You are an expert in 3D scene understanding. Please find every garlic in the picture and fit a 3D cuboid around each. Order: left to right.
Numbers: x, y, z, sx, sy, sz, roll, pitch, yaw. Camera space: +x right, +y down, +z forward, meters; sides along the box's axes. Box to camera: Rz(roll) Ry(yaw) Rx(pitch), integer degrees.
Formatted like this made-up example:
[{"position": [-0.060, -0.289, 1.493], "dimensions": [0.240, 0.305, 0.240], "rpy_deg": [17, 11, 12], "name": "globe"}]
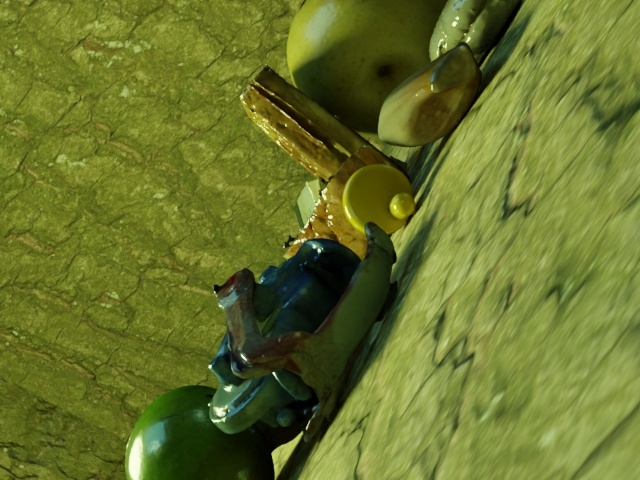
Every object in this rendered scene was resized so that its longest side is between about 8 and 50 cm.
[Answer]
[{"position": [0.167, -0.216, 1.623], "dimensions": [0.143, 0.112, 0.318], "rpy_deg": [-39, -5, -14], "name": "garlic"}]

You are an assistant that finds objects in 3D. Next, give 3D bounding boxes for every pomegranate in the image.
[{"position": [-0.116, 0.286, 1.374], "dimensions": [0.159, 0.240, 0.190], "rpy_deg": [27, 114, 57], "name": "pomegranate"}]

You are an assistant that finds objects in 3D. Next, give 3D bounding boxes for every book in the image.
[{"position": [0.000, 0.000, 2.119], "dimensions": [0.026, 0.201, 0.289], "rpy_deg": [-18, -4, -9], "name": "book"}]

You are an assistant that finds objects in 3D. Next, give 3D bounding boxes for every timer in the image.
[{"position": [0.085, -0.058, 1.579], "dimensions": [0.107, 0.107, 0.109], "rpy_deg": [-61, -2, -8], "name": "timer"}]

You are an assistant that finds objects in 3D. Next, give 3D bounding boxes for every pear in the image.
[{"position": [0.105, -0.367, 2.098], "dimensions": [0.348, 0.348, 0.348], "rpy_deg": [-61, 2, 3], "name": "pear"}]

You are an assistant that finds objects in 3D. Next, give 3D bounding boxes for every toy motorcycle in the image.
[{"position": [-0.010, 0.108, 1.343], "dimensions": [0.319, 0.241, 0.182], "rpy_deg": [-73, -30, -53], "name": "toy motorcycle"}]

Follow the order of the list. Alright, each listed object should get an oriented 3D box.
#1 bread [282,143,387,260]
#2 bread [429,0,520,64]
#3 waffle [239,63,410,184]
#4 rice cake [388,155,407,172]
[{"position": [0.050, -0.033, 1.765], "dimensions": [0.129, 0.134, 0.260], "rpy_deg": [-48, -2, -43], "name": "bread"}, {"position": [0.253, -0.374, 1.843], "dimensions": [0.183, 0.102, 0.337], "rpy_deg": [-60, 1, 25], "name": "bread"}, {"position": [0.005, -0.168, 1.944], "dimensions": [0.098, 0.327, 0.224], "rpy_deg": [-53, 1, -3], "name": "waffle"}, {"position": [0.117, -0.103, 2.218], "dimensions": [0.106, 0.050, 0.298], "rpy_deg": [-62, 2, -7], "name": "rice cake"}]
